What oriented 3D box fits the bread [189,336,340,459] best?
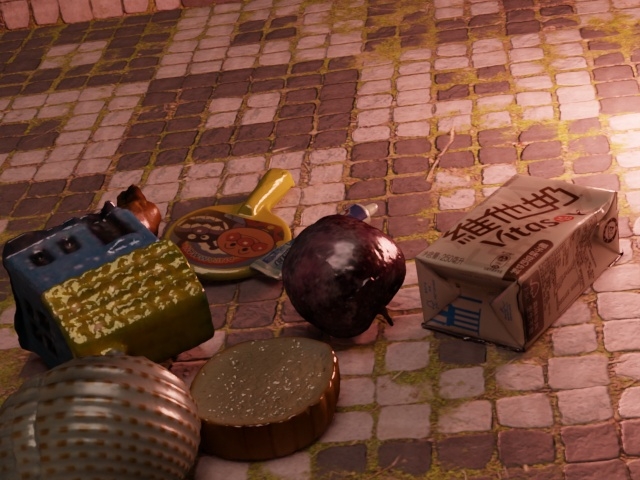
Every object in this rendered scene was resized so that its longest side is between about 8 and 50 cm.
[{"bbox_3d":[-0.080,0.224,2.030,0.236,0.070,0.236,-8,29,4],"label":"bread"}]

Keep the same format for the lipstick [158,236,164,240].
[{"bbox_3d":[-0.261,0.015,2.536,0.019,0.019,0.094,-26,33,-28],"label":"lipstick"}]

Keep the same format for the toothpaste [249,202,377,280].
[{"bbox_3d":[-0.001,-0.001,2.449,0.268,0.047,0.069,-32,69,-31],"label":"toothpaste"}]

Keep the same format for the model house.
[{"bbox_3d":[-0.322,0.113,2.185,0.237,0.215,0.303,-24,36,-25],"label":"model house"}]

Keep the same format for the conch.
[{"bbox_3d":[-0.327,0.274,1.881,0.303,0.215,0.319,-6,25,31],"label":"conch"}]

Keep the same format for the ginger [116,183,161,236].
[{"bbox_3d":[-0.377,0.002,2.515,0.133,0.107,0.309,-17,18,44],"label":"ginger"}]

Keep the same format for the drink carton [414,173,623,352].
[{"bbox_3d":[0.312,0.024,2.212,0.194,0.132,0.324,13,34,36],"label":"drink carton"}]

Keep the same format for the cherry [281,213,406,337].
[{"bbox_3d":[0.031,0.055,2.196,0.195,0.195,0.195,-8,28,4],"label":"cherry"}]

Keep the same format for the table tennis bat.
[{"bbox_3d":[-0.139,-0.033,2.546,0.224,0.054,0.369,12,34,20],"label":"table tennis bat"}]
